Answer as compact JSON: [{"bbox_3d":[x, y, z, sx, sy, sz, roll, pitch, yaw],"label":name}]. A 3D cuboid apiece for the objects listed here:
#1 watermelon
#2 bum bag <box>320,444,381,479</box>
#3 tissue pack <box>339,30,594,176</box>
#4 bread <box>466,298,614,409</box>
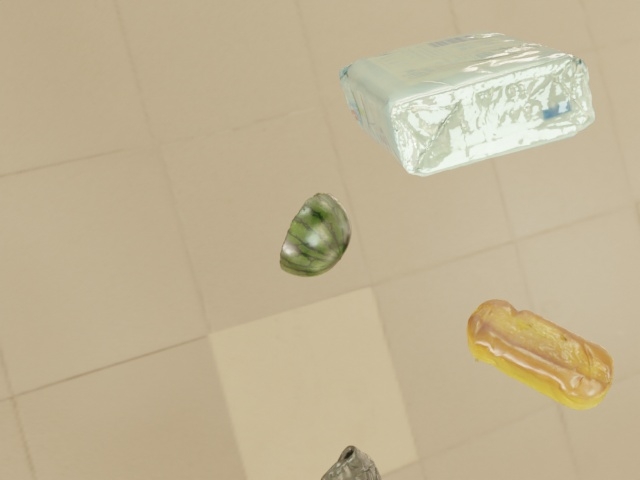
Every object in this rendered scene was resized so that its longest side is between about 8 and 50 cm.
[{"bbox_3d":[0.000,0.000,1.245,0.062,0.105,0.105,31,66,15],"label":"watermelon"},{"bbox_3d":[0.044,0.498,1.788,0.142,0.080,0.326,-4,99,-36],"label":"bum bag"},{"bbox_3d":[0.128,-0.136,1.033,0.177,0.263,0.089,-15,108,-4],"label":"tissue pack"},{"bbox_3d":[0.348,0.179,1.724,0.245,0.094,0.102,28,68,21],"label":"bread"}]
